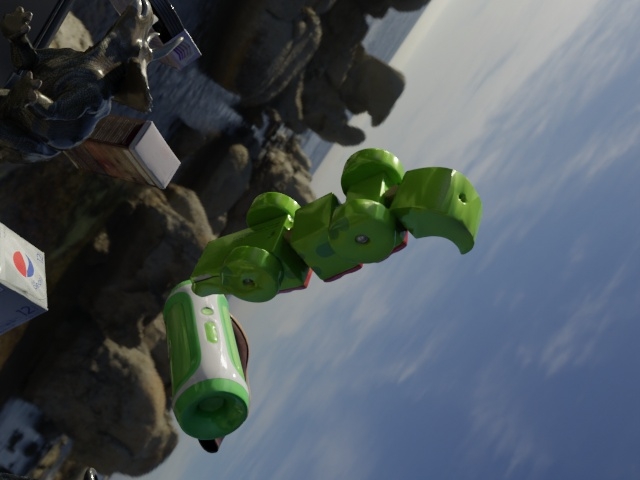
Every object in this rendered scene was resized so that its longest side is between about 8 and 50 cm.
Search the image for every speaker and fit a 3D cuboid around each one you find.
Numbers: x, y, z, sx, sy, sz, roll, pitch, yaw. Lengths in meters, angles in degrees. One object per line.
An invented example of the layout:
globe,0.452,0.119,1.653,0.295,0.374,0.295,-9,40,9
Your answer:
speaker,-0.205,0.195,1.080,0.131,0.131,0.296,-55,-148,19

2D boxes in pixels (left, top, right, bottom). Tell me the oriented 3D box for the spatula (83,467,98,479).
spatula,-0.286,0.421,0.746,0.084,0.030,0.296,78,2,-50

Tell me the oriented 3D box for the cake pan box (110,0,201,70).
cake pan box,-0.392,-0.510,1.365,0.070,0.245,0.267,-41,-143,-10

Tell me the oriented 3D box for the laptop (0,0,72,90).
laptop,-0.480,-0.389,0.889,0.408,0.236,0.382,-7,-123,57

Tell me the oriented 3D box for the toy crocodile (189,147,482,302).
toy crocodile,0.000,0.000,0.657,0.340,0.105,0.115,-20,-145,28

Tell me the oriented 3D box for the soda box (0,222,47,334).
soda box,-0.480,0.091,0.748,0.286,0.098,0.091,-26,144,5

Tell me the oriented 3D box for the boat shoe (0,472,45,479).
boat shoe,-0.293,0.186,0.427,0.095,0.254,0.079,-102,-159,-65

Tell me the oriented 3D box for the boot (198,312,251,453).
boot,-0.208,0.273,1.249,0.090,0.248,0.207,-14,-174,14

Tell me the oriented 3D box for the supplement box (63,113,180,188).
supplement box,-0.414,-0.186,1.230,0.073,0.239,0.130,-65,154,-25

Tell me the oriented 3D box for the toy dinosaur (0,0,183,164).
toy dinosaur,-0.288,-0.127,0.623,0.313,0.121,0.160,-34,161,9
